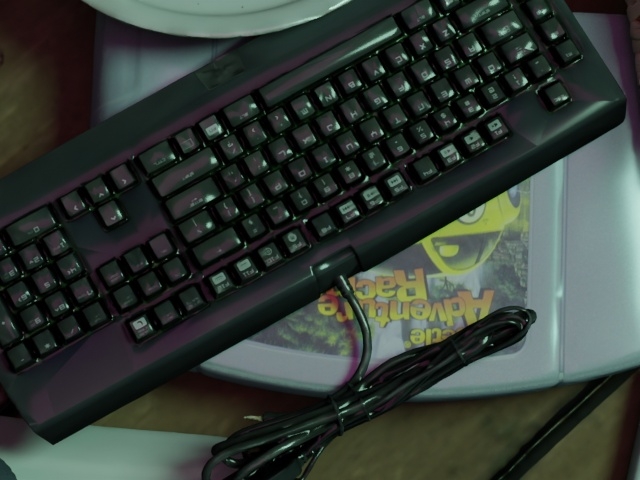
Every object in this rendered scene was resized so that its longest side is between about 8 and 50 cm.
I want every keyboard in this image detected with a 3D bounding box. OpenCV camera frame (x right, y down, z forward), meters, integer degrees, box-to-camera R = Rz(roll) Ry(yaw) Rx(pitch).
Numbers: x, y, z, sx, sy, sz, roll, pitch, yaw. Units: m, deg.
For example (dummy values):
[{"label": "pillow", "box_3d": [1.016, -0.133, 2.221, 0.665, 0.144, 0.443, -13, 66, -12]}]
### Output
[{"label": "keyboard", "box_3d": [0.000, 0.000, 0.714, 0.317, 0.033, 0.201, -30, 84, -5]}]

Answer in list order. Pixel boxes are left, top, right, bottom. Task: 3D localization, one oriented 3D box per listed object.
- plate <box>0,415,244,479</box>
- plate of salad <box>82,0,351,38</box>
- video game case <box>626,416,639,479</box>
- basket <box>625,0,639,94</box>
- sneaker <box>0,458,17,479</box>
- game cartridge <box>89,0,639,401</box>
[{"label": "plate", "box_3d": [-0.170, 0.217, 0.720, 0.278, 0.045, 0.277, 7, 82, 0]}, {"label": "plate of salad", "box_3d": [-0.049, -0.183, 0.756, 0.200, 0.048, 0.199, 0, 59, 0]}, {"label": "video game case", "box_3d": [0.234, 0.184, 0.747, 0.193, 0.023, 0.212, 14, 81, 0]}, {"label": "basket", "box_3d": [0.238, -0.100, 0.725, 0.167, 0.113, 0.103, -1, 88, -25]}, {"label": "sneaker", "box_3d": [-0.288, 0.120, 0.650, 0.319, 0.131, 0.112, -1, 77, 15]}, {"label": "game cartridge", "box_3d": [0.031, -0.019, 0.759, 0.294, 0.060, 0.196, 2, 85, -1]}]
